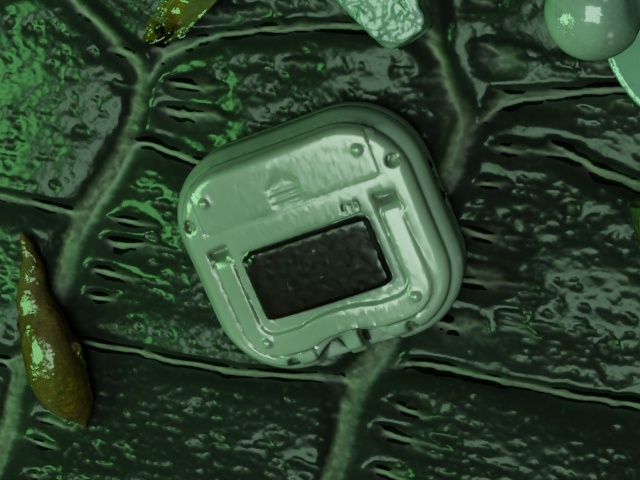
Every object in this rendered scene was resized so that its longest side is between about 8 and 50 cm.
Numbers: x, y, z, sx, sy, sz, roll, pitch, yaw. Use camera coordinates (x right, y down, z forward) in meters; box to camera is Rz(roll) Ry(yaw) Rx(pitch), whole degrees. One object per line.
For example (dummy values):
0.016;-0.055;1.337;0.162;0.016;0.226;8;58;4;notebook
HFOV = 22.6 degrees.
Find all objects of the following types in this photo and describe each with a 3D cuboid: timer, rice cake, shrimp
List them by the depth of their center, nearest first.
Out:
0.022;-0.260;1.477;0.206;0.069;0.063;45;112;-5;rice cake
-0.117;-0.255;1.525;0.190;0.042;0.101;-52;52;33;shrimp
0.000;0.000;1.556;0.262;0.087;0.237;-19;103;19;timer

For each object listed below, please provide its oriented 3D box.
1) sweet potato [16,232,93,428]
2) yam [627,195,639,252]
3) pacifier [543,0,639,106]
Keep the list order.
-0.285;0.104;1.674;0.068;0.068;0.226;-12;104;17;sweet potato
0.383;0.054;1.437;0.161;0.161;0.268;-16;107;18;yam
0.286;-0.208;1.340;0.238;0.226;0.287;11;121;53;pacifier
